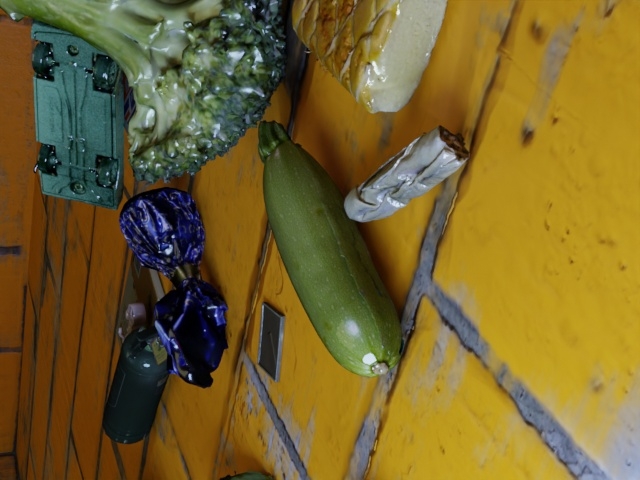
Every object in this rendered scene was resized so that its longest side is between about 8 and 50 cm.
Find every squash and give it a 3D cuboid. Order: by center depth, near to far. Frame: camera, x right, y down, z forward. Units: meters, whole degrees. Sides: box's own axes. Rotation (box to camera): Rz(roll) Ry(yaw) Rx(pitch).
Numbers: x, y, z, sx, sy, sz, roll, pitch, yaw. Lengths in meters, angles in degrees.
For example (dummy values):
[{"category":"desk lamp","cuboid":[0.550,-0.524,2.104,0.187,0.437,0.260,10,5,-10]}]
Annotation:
[{"category":"squash","cuboid":[0.000,0.000,0.861,0.341,0.094,0.094,64,144,35]}]

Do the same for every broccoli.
[{"category":"broccoli","cuboid":[-0.229,-0.240,1.017,0.275,0.397,0.353,85,176,-88]}]

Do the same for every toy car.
[{"category":"toy car","cuboid":[-0.379,-0.198,1.326,0.097,0.141,0.321,-75,-3,-52]}]

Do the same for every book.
[{"category":"book","cuboid":[-0.361,0.151,1.667,0.208,0.020,0.295,63,143,42]}]

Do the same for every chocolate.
[{"category":"chocolate","cuboid":[-0.201,0.074,1.254,0.343,0.126,0.148,64,-177,37]}]

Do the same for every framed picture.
[{"category":"framed picture","cuboid":[-0.064,0.130,1.084,0.066,0.006,0.089,26,114,60]}]

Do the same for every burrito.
[{"category":"burrito","cuboid":[0.073,-0.053,0.759,0.185,0.045,0.041,141,145,-61]}]

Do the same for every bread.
[{"category":"bread","cuboid":[0.041,-0.219,0.798,0.188,0.068,0.125,58,140,46]}]

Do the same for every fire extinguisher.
[{"category":"fire extinguisher","cuboid":[-0.323,0.246,1.496,0.095,0.114,0.311,36,130,13]}]

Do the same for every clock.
[{"category":"clock","cuboid":[-0.348,0.170,1.572,0.087,0.041,0.129,39,130,53]}]

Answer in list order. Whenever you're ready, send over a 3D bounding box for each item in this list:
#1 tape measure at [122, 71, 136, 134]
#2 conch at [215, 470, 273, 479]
[{"category":"tape measure","cuboid":[-0.248,-0.277,1.323,0.258,0.130,0.265,154,107,-64]},{"category":"conch","cuboid":[-0.109,0.350,1.113,0.170,0.079,0.106,-49,52,32]}]
